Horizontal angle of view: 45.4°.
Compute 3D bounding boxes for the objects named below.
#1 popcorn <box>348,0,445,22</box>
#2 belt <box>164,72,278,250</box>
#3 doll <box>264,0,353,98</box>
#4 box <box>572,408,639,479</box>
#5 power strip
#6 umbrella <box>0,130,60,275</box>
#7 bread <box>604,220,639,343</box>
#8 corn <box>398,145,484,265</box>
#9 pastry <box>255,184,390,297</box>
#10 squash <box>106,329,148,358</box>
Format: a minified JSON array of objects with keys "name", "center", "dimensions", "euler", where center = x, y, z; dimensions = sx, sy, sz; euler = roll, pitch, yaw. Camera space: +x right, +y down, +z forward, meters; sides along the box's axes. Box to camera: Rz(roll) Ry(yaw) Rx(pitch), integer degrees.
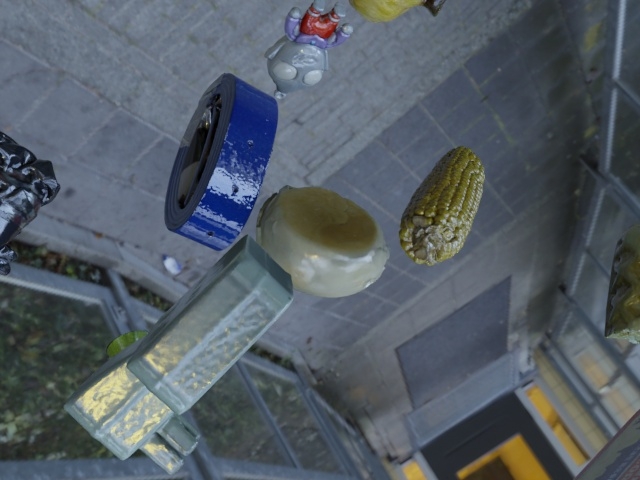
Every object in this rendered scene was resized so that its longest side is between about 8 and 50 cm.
[{"name":"popcorn","center":[0.052,-0.480,1.095],"dimensions":[0.349,0.382,0.349],"euler":[-46,-175,6]},{"name":"belt","center":[-0.197,-0.155,1.512],"dimensions":[0.117,0.346,0.212],"euler":[24,157,-31]},{"name":"doll","center":[-0.028,-0.276,1.134],"dimensions":[0.102,0.075,0.227],"euler":[12,152,-20]},{"name":"box","center":[0.467,0.388,0.882],"dimensions":[0.349,0.318,0.257],"euler":[-30,172,-30]},{"name":"power strip","center":[-0.132,0.130,0.832],"dimensions":[0.261,0.141,0.229],"euler":[-45,-174,0]},{"name":"umbrella","center":[-0.333,0.021,0.668],"dimensions":[0.122,0.110,0.272],"euler":[78,26,-42]},{"name":"bread","center":[0.670,0.082,1.584],"dimensions":[0.130,0.267,0.152],"euler":[9,162,15]},{"name":"corn","center":[0.220,-0.066,1.346],"dimensions":[0.321,0.119,0.119],"euler":[-57,177,-45]},{"name":"pastry","center":[0.002,0.001,1.466],"dimensions":[0.265,0.265,0.133],"euler":[-14,134,-35]},{"name":"squash","center":[-0.405,0.279,1.702],"dimensions":[0.105,0.132,0.105],"euler":[-24,149,-15]}]
